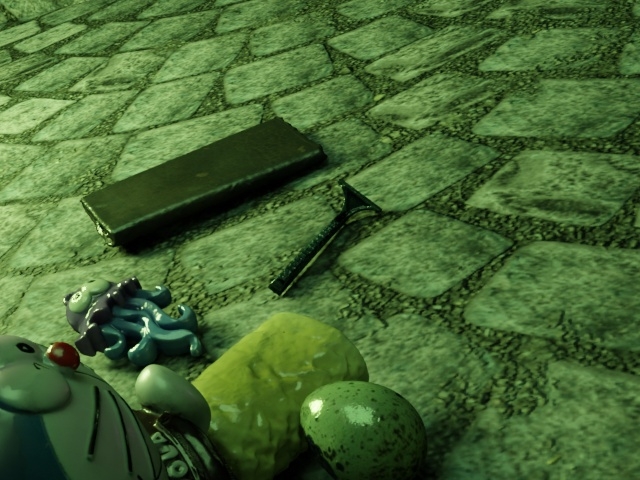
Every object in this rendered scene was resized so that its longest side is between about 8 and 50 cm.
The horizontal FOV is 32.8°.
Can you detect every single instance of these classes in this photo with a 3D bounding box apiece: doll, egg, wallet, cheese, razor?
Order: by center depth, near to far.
[{"bbox_3d":[-0.182,0.185,0.695,0.284,0.310,0.240,33,90,33],"label":"doll"},{"bbox_3d":[0.033,0.155,0.870,0.110,0.085,0.085,22,41,19],"label":"egg"},{"bbox_3d":[-0.052,0.141,0.945,0.123,0.094,0.167,9,37,44],"label":"cheese"},{"bbox_3d":[-0.205,0.086,1.180,0.205,0.067,0.110,14,49,30],"label":"doll"},{"bbox_3d":[-0.002,0.004,1.254,0.066,0.033,0.190,36,49,7],"label":"razor"},{"bbox_3d":[-0.160,-0.081,1.491,0.321,0.044,0.170,-23,28,-18],"label":"wallet"}]
